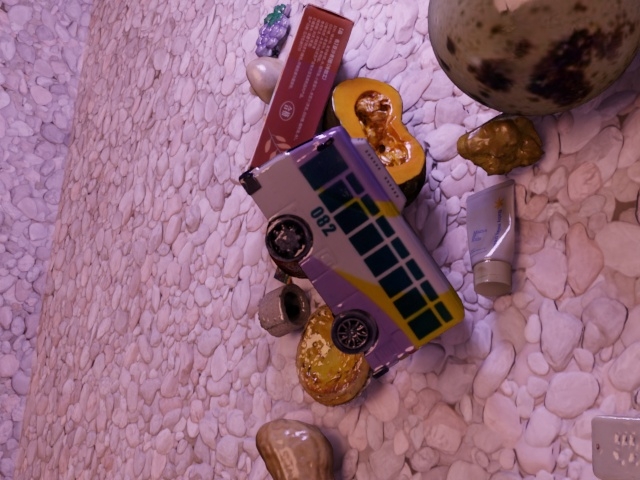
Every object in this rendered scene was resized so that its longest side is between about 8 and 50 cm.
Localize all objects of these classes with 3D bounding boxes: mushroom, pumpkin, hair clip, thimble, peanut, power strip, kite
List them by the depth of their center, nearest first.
[{"bbox_3d":[0.538,0.303,0.991,0.338,0.058,0.098,-11,69,45],"label":"power strip"},{"bbox_3d":[-0.035,0.492,1.500,0.159,0.143,0.291,-60,44,30],"label":"peanut"},{"bbox_3d":[0.092,-0.199,1.520,0.139,0.221,0.317,96,162,-61],"label":"pumpkin"},{"bbox_3d":[-0.089,0.169,1.701,0.090,0.102,0.115,-27,33,40],"label":"thimble"},{"bbox_3d":[-0.092,0.076,1.811,0.090,0.004,0.122,-41,50,31],"label":"kite"},{"bbox_3d":[-0.144,-0.437,1.934,0.122,0.154,0.154,-26,58,34],"label":"mushroom"},{"bbox_3d":[-0.131,-0.616,2.071,0.124,0.052,0.195,-7,63,37],"label":"hair clip"}]

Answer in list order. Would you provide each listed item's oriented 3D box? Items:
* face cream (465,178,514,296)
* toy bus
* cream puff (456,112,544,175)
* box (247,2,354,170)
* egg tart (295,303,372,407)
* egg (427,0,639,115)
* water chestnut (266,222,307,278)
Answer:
[{"bbox_3d":[0.323,-0.008,1.343,0.114,0.070,0.224,-23,52,42],"label":"face cream"},{"bbox_3d":[0.063,0.001,1.313,0.249,0.209,0.440,-34,94,9],"label":"toy bus"},{"bbox_3d":[0.342,-0.178,1.335,0.146,0.146,0.116,-29,96,39],"label":"cream puff"},{"bbox_3d":[-0.053,-0.327,1.687,0.344,0.122,0.385,-128,58,-85],"label":"box"},{"bbox_3d":[0.044,0.249,1.534,0.234,0.094,0.234,-21,60,41],"label":"egg tart"},{"bbox_3d":[0.360,-0.391,1.213,0.345,0.345,0.428,-65,14,9],"label":"egg"},{"bbox_3d":[0.000,0.000,1.592,0.223,0.238,0.224,-30,19,11],"label":"water chestnut"}]
